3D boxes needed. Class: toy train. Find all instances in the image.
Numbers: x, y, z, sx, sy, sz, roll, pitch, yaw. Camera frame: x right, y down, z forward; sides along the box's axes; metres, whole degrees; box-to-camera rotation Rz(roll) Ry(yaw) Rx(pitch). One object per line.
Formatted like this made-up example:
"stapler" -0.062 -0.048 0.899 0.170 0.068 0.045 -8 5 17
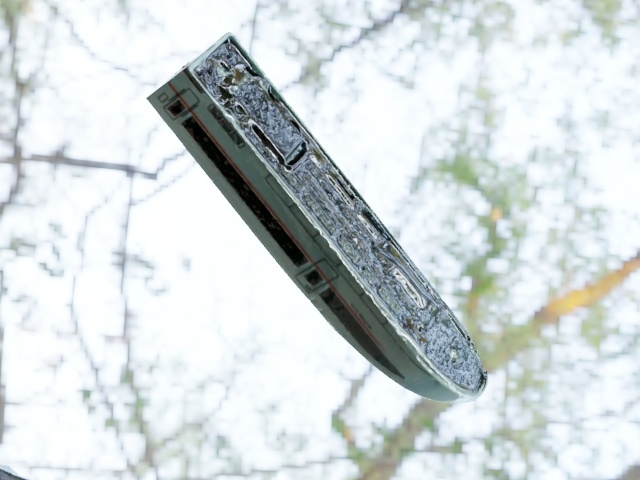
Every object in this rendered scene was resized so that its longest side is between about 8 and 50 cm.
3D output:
"toy train" 0.000 0.000 1.764 0.088 0.086 0.407 -32 -80 39

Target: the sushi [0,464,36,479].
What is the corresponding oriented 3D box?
"sushi" -0.239 0.320 1.191 0.329 0.328 0.285 66 -24 -1
